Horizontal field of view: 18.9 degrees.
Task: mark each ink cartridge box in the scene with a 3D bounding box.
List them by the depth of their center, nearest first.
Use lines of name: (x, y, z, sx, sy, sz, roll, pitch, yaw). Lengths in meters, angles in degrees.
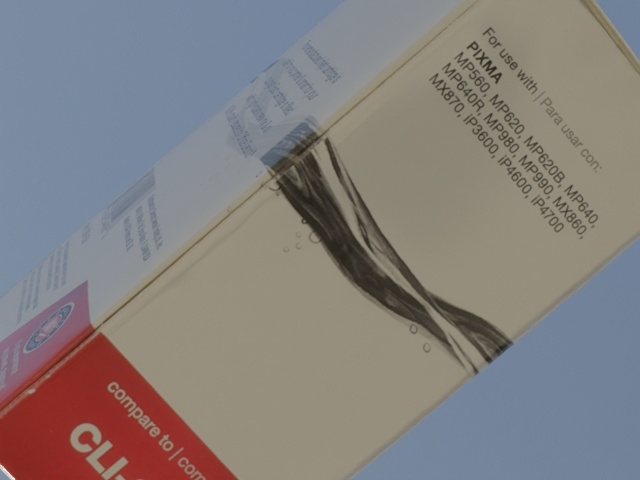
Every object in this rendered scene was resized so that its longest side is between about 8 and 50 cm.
ink cartridge box: (0.000, 0.000, 0.779, 0.273, 0.197, 0.114, -41, -76, 3)
